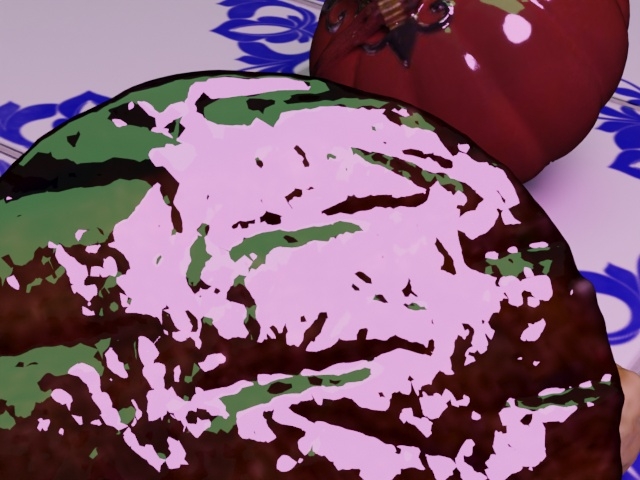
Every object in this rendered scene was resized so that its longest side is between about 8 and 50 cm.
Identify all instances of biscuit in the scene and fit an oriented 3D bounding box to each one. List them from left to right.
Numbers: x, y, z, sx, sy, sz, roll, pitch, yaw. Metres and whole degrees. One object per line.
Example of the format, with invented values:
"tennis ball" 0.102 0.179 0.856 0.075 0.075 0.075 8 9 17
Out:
"biscuit" -0.029 0.099 0.719 0.407 0.091 0.408 4 69 -10

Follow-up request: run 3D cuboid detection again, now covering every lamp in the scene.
"lamp" 0.134 -0.182 1.186 0.303 0.257 0.303 -22 43 22

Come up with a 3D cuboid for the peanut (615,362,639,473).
"peanut" 0.061 0.098 0.858 0.318 0.148 0.148 14 32 -7
